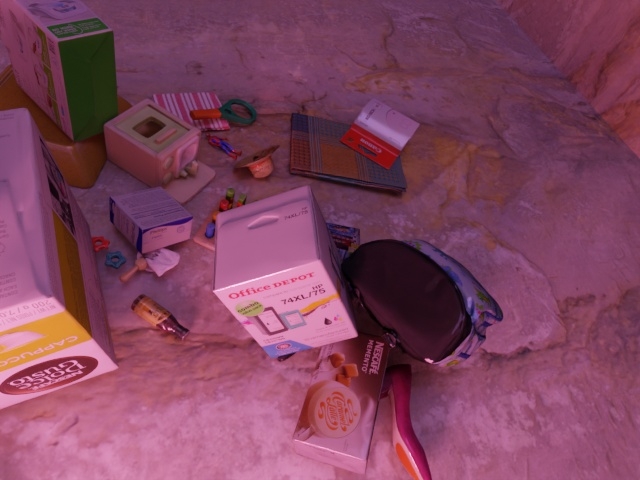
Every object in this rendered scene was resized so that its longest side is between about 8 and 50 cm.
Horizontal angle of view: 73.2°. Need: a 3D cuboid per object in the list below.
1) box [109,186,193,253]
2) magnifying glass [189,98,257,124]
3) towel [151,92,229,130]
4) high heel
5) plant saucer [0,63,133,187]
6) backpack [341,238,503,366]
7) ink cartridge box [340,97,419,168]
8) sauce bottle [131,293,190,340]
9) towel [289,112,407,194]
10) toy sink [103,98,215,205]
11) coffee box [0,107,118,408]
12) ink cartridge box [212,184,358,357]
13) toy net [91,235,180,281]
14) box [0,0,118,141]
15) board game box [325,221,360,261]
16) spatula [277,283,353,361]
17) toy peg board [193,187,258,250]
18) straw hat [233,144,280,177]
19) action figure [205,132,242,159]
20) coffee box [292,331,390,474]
[{"bbox_3d":[-0.382,-0.049,0.974,0.137,0.072,0.126,38,38,25],"label":"box"},{"bbox_3d":[-0.285,-0.379,1.282,0.231,0.026,0.092,-23,73,-48],"label":"magnifying glass"},{"bbox_3d":[-0.382,-0.375,1.273,0.197,0.029,0.144,-12,64,-27],"label":"towel"},{"bbox_3d":[0.196,0.381,0.911,0.117,0.082,0.244,-16,49,-18],"label":"high heel"},{"bbox_3d":[-0.688,-0.310,1.073,0.333,0.081,0.332,13,53,-12],"label":"plant saucer"},{"bbox_3d":[0.247,0.144,0.944,0.273,0.355,0.290,-40,51,-3],"label":"backpack"},{"bbox_3d":[0.199,-0.357,1.413,0.189,0.066,0.232,32,47,6],"label":"ink cartridge box"},{"bbox_3d":[-0.329,0.161,0.893,0.128,0.042,0.042,32,51,3],"label":"sauce bottle"},{"bbox_3d":[0.085,-0.280,1.376,0.370,0.040,0.271,8,52,-13],"label":"towel"},{"bbox_3d":[-0.394,-0.227,1.091,0.234,0.131,0.152,33,51,4],"label":"toy sink"},{"bbox_3d":[-0.552,0.063,0.661,0.338,0.334,0.338,-17,63,-19],"label":"coffee box"},{"bbox_3d":[-0.063,0.070,0.861,0.198,0.270,0.197,-17,47,9],"label":"ink cartridge box"},{"bbox_3d":[-0.430,0.046,0.938,0.232,0.045,0.122,-7,57,-27],"label":"toy net"},{"bbox_3d":[-0.581,-0.401,0.960,0.231,0.262,0.127,42,51,13],"label":"box"},{"bbox_3d":[0.000,0.000,1.082,0.194,0.060,0.194,15,19,0],"label":"board game box"},{"bbox_3d":[0.007,0.177,1.002,0.296,0.084,0.030,-43,107,-32],"label":"spatula"},{"bbox_3d":[-0.202,-0.043,1.065,0.161,0.079,0.160,25,50,-2],"label":"toy peg board"},{"bbox_3d":[-0.165,-0.210,1.209,0.144,0.145,0.061,-44,121,-38],"label":"straw hat"},{"bbox_3d":[-0.282,-0.277,1.239,0.115,0.030,0.038,31,56,5],"label":"action figure"},{"bbox_3d":[0.050,0.311,0.867,0.141,0.098,0.246,11,50,14],"label":"coffee box"}]
